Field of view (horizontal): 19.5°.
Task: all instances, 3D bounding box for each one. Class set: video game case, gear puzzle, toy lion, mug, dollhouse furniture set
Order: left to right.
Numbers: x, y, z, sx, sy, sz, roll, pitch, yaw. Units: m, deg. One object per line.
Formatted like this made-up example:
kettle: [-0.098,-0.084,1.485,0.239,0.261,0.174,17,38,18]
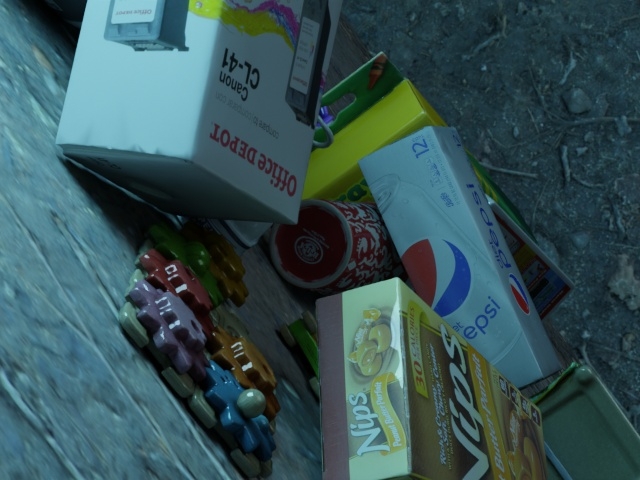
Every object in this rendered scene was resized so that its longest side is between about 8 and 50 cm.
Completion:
gear puzzle: [-0.078,0.060,1.481,0.175,0.044,0.339,52,10,-13]
mug: [0.002,0.010,1.933,0.169,0.150,0.113,10,81,-70]
toy lion: [0.002,0.113,1.728,0.100,0.034,0.096,60,4,28]
video game case: [0.174,0.074,2.144,0.025,0.204,0.285,44,3,34]
dollhouse furniture set: [0.284,0.293,1.935,0.301,0.197,0.151,56,11,6]

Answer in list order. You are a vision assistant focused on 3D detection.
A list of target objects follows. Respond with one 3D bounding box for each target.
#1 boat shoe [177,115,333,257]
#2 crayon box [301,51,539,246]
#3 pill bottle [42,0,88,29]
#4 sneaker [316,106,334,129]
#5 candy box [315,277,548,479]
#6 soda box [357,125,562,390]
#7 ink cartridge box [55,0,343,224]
boat shoe: [-0.062,-0.110,1.795,0.136,0.156,0.367,51,11,-17]
crayon box: [0.084,-0.044,2.134,0.318,0.202,0.081,45,13,-37]
pill bottle: [-0.210,-0.316,1.668,0.361,0.204,0.204,44,14,-43]
sneaker: [-0.066,-0.172,2.141,0.236,0.104,0.095,43,16,-44]
candy box: [0.106,0.183,1.639,0.316,0.088,0.183,43,37,-51]
soda box: [0.146,0.026,1.931,0.286,0.091,0.098,66,19,5]
ink cartridge box: [-0.084,-0.186,1.541,0.226,0.131,0.306,30,67,-64]
